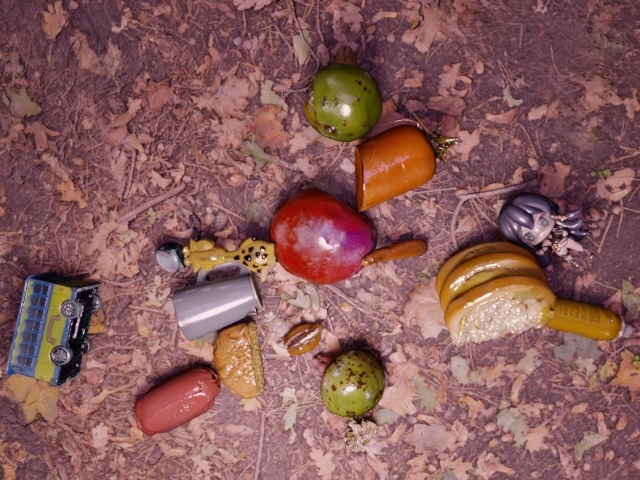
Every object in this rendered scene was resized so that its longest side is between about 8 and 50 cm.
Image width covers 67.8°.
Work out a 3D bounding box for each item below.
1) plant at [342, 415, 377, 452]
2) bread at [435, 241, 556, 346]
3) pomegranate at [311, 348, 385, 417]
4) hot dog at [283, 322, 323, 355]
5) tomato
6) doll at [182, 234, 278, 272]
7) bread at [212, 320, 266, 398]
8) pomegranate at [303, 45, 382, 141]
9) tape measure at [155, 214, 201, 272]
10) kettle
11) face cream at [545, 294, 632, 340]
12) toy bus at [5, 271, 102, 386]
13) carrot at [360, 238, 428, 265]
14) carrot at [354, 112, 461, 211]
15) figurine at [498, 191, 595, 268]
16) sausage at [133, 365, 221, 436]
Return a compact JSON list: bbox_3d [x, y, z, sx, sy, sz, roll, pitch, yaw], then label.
[{"bbox_3d":[0.111,0.584,1.480,0.117,0.104,0.122,-26,65,-19],"label":"plant"},{"bbox_3d":[0.484,0.134,1.365,0.316,0.211,0.270,-20,50,22],"label":"bread"},{"bbox_3d":[0.072,0.415,1.437,0.248,0.214,0.214,22,93,37],"label":"pomegranate"},{"bbox_3d":[-0.049,0.307,1.489,0.140,0.060,0.089,-25,95,-2],"label":"hot dog"},{"bbox_3d":[0.004,0.003,1.424,0.335,0.176,0.289,32,95,-1],"label":"tomato"},{"bbox_3d":[-0.270,0.044,1.427,0.291,0.086,0.117,-2,100,9],"label":"doll"},{"bbox_3d":[-0.248,0.367,1.465,0.140,0.143,0.228,-10,88,13],"label":"bread"},{"bbox_3d":[0.072,-0.436,1.400,0.236,0.236,0.301,9,65,1],"label":"pomegranate"},{"bbox_3d":[-0.438,0.012,1.506,0.107,0.104,0.179,2,52,31],"label":"tape measure"},{"bbox_3d":[-0.314,0.169,1.466,0.243,0.160,0.210,-20,63,-5],"label":"kettle"},{"bbox_3d":[0.764,0.230,1.443,0.349,0.105,0.104,14,92,1],"label":"face cream"},{"bbox_3d":[-0.814,0.268,1.463,0.190,0.152,0.312,13,91,0],"label":"toy bus"},{"bbox_3d":[0.222,0.036,1.431,0.248,0.059,0.059,-11,91,-27],"label":"carrot"},{"bbox_3d":[0.229,-0.240,1.399,0.331,0.193,0.214,-21,87,-1],"label":"carrot"},{"bbox_3d":[0.651,-0.031,1.396,0.265,0.197,0.175,42,90,-10],"label":"figurine"},{"bbox_3d":[-0.440,0.491,1.462,0.280,0.152,0.152,-27,91,-1],"label":"sausage"}]
